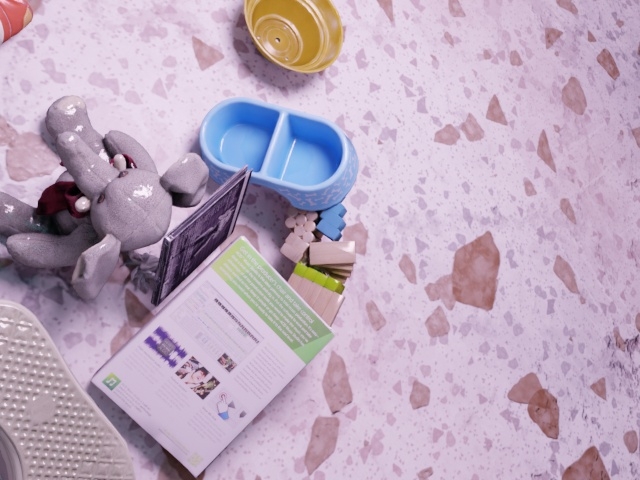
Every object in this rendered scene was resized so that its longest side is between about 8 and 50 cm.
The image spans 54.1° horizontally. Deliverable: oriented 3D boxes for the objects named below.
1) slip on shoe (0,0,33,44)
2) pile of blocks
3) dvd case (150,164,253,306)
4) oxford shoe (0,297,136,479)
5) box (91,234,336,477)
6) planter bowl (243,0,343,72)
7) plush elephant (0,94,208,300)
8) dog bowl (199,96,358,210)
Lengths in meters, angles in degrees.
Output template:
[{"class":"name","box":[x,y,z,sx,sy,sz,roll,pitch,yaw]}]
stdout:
[{"class":"slip on shoe","box":[-0.568,-0.462,0.968,0.101,0.123,0.332,-40,104,-40]},{"class":"pile of blocks","box":[0.000,0.000,1.169,0.148,0.112,0.363,0,80,11]},{"class":"dvd case","box":[-0.192,-0.011,1.017,0.018,0.165,0.221,33,45,8]},{"class":"oxford shoe","box":[-0.391,0.282,0.889,0.169,0.130,0.450,-33,110,-37]},{"class":"box","box":[-0.165,0.183,1.011,0.322,0.058,0.232,-44,102,-8]},{"class":"planter bowl","box":[-0.069,-0.418,1.252,0.217,0.090,0.217,8,74,-29]},{"class":"plush elephant","box":[-0.320,-0.060,0.925,0.330,0.255,0.272,44,61,-14]},{"class":"dog bowl","box":[-0.080,-0.160,1.109,0.297,0.074,0.166,16,79,9]}]
